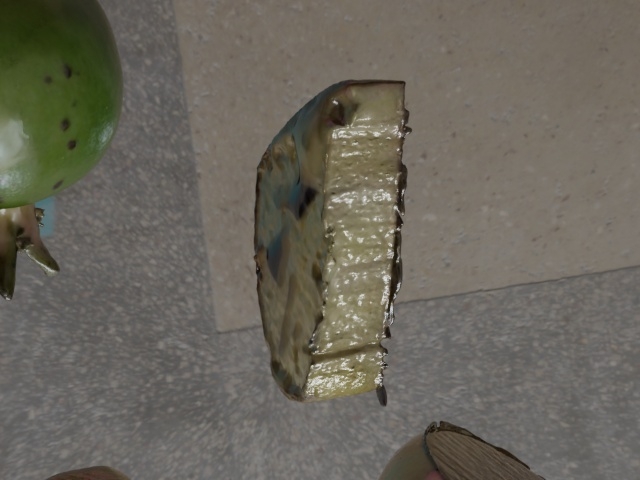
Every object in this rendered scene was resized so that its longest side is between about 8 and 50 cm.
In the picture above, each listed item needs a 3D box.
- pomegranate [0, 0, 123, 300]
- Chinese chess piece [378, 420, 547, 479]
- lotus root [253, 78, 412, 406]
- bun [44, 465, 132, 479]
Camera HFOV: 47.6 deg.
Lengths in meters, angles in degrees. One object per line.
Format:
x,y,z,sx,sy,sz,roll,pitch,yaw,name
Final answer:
-0.215,-0.073,0.456,0.181,0.181,0.224,11,120,-1,pomegranate
0.176,0.296,0.701,0.270,0.270,0.112,31,98,2,Chinese chess piece
0.000,0.000,0.564,0.074,0.170,0.261,-7,110,-22,lotus root
-0.380,0.463,1.131,0.209,0.237,0.116,-2,117,2,bun
